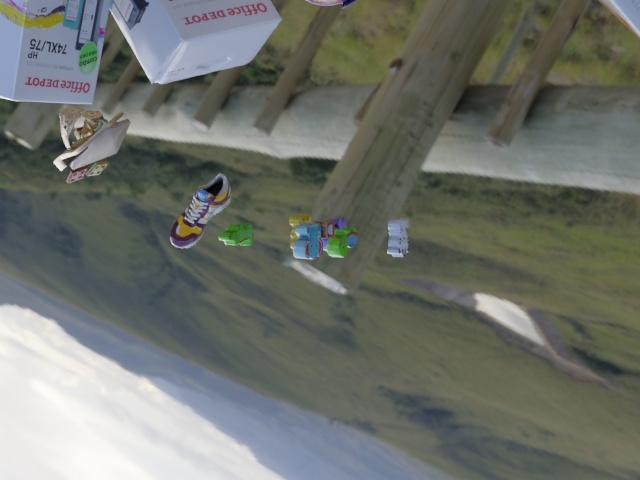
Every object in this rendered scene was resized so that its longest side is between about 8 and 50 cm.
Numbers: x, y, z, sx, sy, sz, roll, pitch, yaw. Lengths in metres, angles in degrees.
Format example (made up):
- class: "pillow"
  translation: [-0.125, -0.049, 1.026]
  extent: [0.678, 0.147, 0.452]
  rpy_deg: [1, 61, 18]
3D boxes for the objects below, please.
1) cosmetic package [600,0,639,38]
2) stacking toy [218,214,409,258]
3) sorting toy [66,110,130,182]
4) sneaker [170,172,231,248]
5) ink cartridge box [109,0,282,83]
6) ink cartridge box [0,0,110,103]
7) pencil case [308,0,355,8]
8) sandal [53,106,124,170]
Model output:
- class: "cosmetic package"
  translation: [0.421, -0.465, 1.179]
  extent: [0.453, 0.161, 0.230]
  rpy_deg: [16, -144, -50]
- class: "stacking toy"
  translation: [0.000, 0.000, 1.037]
  extent: [0.166, 0.052, 0.221]
  rpy_deg: [3, -174, 28]
- class: "sorting toy"
  translation: [-0.543, -0.240, 1.949]
  extent: [0.046, 0.132, 0.274]
  rpy_deg: [52, 139, 9]
- class: "sneaker"
  translation: [-0.262, -0.068, 1.733]
  extent: [0.069, 0.186, 0.084]
  rpy_deg: [27, 151, 15]
- class: "ink cartridge box"
  translation: [-0.240, -0.437, 1.338]
  extent: [0.306, 0.226, 0.131]
  rpy_deg: [58, 139, 7]
- class: "ink cartridge box"
  translation: [-0.447, -0.355, 1.189]
  extent: [0.197, 0.270, 0.198]
  rpy_deg: [17, -167, 15]
- class: "pencil case"
  translation: [0.020, -0.699, 1.716]
  extent: [0.167, 0.387, 0.160]
  rpy_deg: [7, 165, -27]
- class: "sandal"
  translation: [-0.442, -0.199, 1.445]
  extent: [0.079, 0.088, 0.240]
  rpy_deg: [49, 142, -14]
